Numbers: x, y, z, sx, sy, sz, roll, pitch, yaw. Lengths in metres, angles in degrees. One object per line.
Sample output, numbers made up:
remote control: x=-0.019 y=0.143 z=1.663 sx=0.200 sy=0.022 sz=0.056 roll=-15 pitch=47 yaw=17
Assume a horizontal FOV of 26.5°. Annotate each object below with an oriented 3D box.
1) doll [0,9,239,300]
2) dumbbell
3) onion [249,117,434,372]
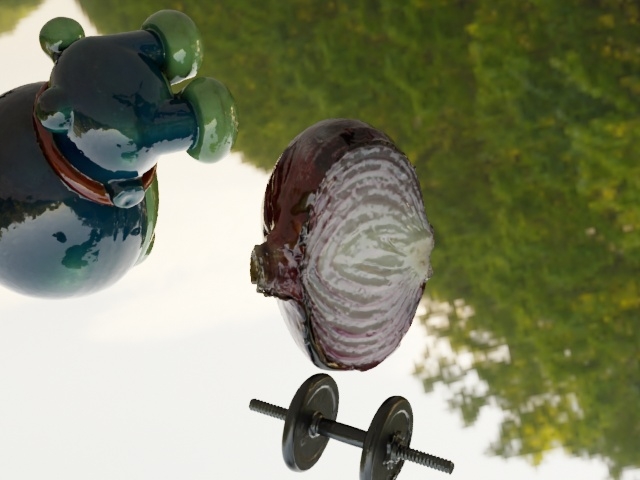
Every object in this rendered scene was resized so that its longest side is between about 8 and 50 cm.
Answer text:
doll: x=-0.220 y=-0.068 z=1.203 sx=0.186 sy=0.199 sz=0.322 roll=-9 pitch=150 yaw=-40
dumbbell: x=0.018 y=0.126 z=0.883 sx=0.147 sy=0.069 sz=0.069 roll=14 pitch=-155 yaw=24
onion: x=0.000 y=0.000 z=1.025 sx=0.151 sy=0.206 sz=0.098 roll=-11 pitch=-149 yaw=-28
